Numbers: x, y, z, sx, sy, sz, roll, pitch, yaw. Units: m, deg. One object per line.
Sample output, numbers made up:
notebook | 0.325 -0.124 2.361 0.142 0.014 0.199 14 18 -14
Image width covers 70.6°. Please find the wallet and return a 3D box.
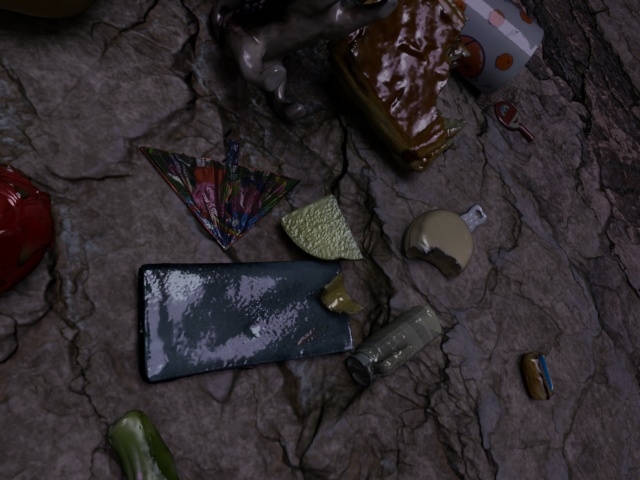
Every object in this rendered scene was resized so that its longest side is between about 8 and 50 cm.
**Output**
wallet | -0.119 0.126 0.793 0.378 0.046 0.191 -1 74 -29

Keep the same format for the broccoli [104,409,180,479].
broccoli | -0.204 0.373 0.624 0.164 0.145 0.304 -31 76 -22

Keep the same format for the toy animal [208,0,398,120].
toy animal | -0.068 -0.462 0.879 0.303 0.344 0.194 55 22 19

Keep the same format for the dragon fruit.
dragon fruit | -0.458 -0.012 0.606 0.172 0.172 0.210 36 69 -11

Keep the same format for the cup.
cup | 0.406 -0.581 1.228 0.317 0.212 0.212 34 60 -10

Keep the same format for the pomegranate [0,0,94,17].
pomegranate | -0.482 -0.523 0.704 0.332 0.332 0.333 9 67 -24

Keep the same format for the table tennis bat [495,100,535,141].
table tennis bat | 0.578 -0.353 1.345 0.154 0.019 0.098 43 58 -3

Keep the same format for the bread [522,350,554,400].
bread | 0.495 0.308 1.034 0.072 0.053 0.106 1 72 -51

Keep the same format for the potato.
potato | 0.000 0.000 0.891 0.120 0.081 0.149 -24 76 -6

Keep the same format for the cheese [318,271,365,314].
cheese | 0.038 0.109 0.835 0.084 0.041 0.060 50 50 1

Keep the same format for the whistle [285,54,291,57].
whistle | -0.128 -0.495 1.026 0.039 0.039 0.186 -38 90 -32

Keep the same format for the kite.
kite | -0.183 -0.091 0.863 0.321 0.016 0.234 8 70 -23

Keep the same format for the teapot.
teapot | 0.150 0.201 0.865 0.200 0.107 0.077 -27 95 -31

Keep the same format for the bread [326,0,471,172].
bread | 0.199 -0.379 1.045 0.314 0.191 0.370 -46 109 -7

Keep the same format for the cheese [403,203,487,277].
cheese | 0.294 -0.029 1.045 0.163 0.071 0.249 40 59 -9
